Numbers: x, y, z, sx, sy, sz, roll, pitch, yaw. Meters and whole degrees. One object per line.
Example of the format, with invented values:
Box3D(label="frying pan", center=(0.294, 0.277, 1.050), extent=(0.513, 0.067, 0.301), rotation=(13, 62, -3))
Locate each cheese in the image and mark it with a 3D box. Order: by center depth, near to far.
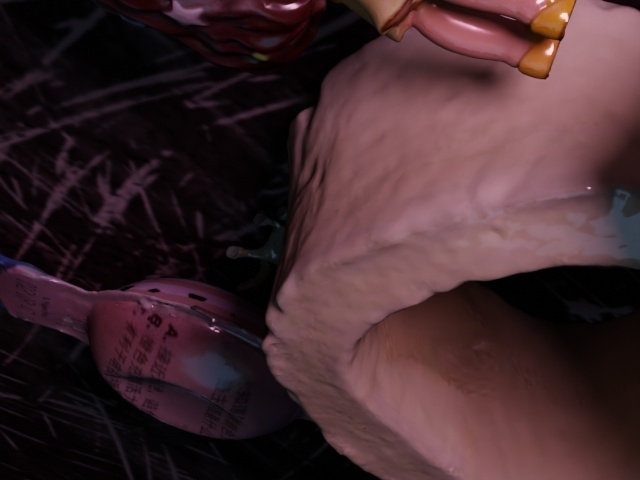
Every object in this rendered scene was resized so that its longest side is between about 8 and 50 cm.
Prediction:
Box3D(label="cheese", center=(0.137, 0.030, 1.049), extent=(0.292, 0.153, 0.332), rotation=(-16, 139, 28))
Box3D(label="cheese", center=(-0.120, 0.066, 1.293), extent=(0.286, 0.074, 0.189), rotation=(21, 155, 2))

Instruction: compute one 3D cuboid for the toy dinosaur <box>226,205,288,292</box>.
Box3D(label="toy dinosaur", center=(-0.013, -0.002, 1.187), extent=(0.058, 0.037, 0.180), rotation=(5, 165, -37))

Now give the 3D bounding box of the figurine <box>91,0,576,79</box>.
Box3D(label="figurine", center=(-0.004, -0.136, 0.867), extent=(0.240, 0.116, 0.175), rotation=(10, 151, 0))
